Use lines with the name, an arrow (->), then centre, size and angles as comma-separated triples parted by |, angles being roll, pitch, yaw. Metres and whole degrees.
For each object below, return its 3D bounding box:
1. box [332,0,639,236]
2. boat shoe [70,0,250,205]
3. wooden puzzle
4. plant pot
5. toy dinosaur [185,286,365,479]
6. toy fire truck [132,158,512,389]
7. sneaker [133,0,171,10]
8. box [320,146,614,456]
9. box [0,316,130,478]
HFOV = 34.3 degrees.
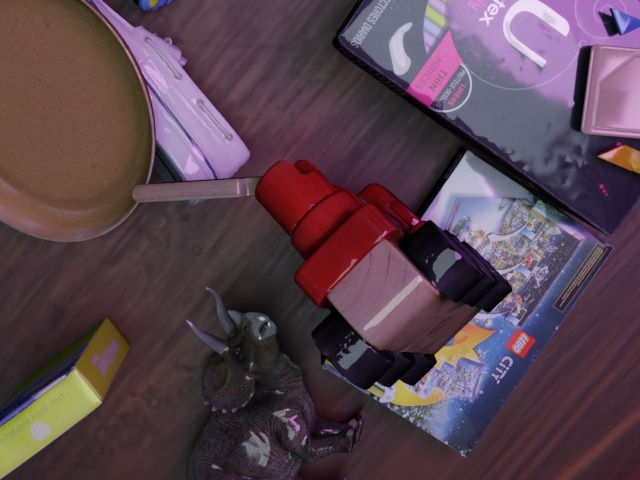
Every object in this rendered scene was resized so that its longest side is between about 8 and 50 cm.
box -> 0.163, -0.151, 0.852 | 0.270, 0.143, 0.165 | 34, 97, -7
boat shoe -> -0.149, -0.138, 0.888 | 0.076, 0.083, 0.226 | -38, 99, -23
wooden puzzle -> 0.233, -0.110, 0.783 | 0.079, 0.014, 0.116 | 11, 99, -9
plant pot -> -0.233, -0.112, 0.857 | 0.236, 0.032, 0.236 | 11, 120, 20
toy dinosaur -> -0.055, 0.202, 0.935 | 0.160, 0.121, 0.313 | 16, 103, 8
toy fire truck -> 0.000, 0.000, 0.816 | 0.158, 0.217, 0.246 | -45, 72, 9
sneaker -> -0.143, -0.288, 0.867 | 0.078, 0.067, 0.188 | 5, 102, 19
box -> 0.129, 0.056, 0.935 | 0.159, 0.044, 0.233 | 33, 97, -6
box -> -0.223, 0.130, 0.868 | 0.109, 0.178, 0.042 | -38, 99, 5
